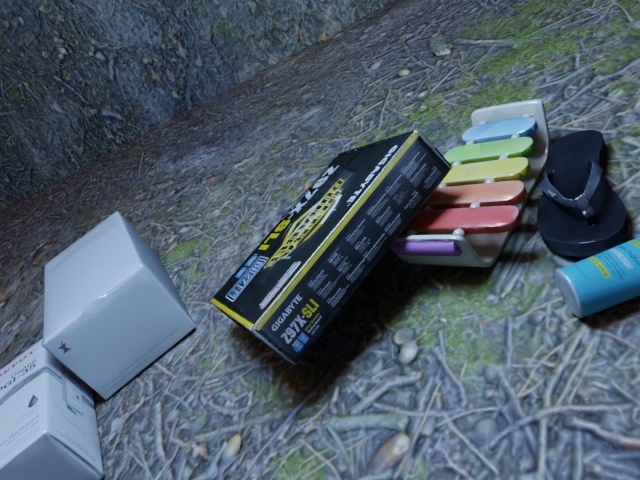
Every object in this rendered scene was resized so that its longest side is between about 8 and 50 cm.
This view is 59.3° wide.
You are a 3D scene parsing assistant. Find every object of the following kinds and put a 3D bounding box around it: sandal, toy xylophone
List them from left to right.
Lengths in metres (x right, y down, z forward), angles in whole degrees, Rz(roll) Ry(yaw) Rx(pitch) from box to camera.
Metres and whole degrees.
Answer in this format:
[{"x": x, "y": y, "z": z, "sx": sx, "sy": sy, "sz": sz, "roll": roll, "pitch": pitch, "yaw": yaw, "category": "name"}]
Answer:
[{"x": 0.194, "y": -0.070, "z": 0.798, "sx": 0.236, "sy": 0.081, "sz": 0.323, "roll": -7, "pitch": 38, "yaw": 39, "category": "toy xylophone"}, {"x": 0.316, "y": -0.071, "z": 0.704, "sx": 0.097, "sy": 0.055, "sz": 0.255, "roll": -16, "pitch": 33, "yaw": 28, "category": "sandal"}]

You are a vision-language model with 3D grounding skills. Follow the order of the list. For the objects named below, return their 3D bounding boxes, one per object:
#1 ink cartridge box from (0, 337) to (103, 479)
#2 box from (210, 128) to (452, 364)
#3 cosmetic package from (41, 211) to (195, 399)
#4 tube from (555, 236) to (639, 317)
[{"x": -0.453, "y": 0.299, "z": 0.833, "sx": 0.207, "sy": 0.117, "sz": 0.283, "roll": -39, "pitch": 30, "yaw": -10, "category": "ink cartridge box"}, {"x": 0.000, "y": 0.000, "z": 0.784, "sx": 0.322, "sy": 0.079, "sz": 0.257, "roll": -50, "pitch": 15, "yaw": -13, "category": "box"}, {"x": -0.387, "y": 0.097, "z": 1.040, "sx": 0.197, "sy": 0.155, "sz": 0.365, "roll": -38, "pitch": 30, "yaw": -9, "category": "cosmetic package"}, {"x": 0.345, "y": 0.015, "z": 0.561, "sx": 0.207, "sy": 0.052, "sz": 0.080, "roll": -23, "pitch": 39, "yaw": 5, "category": "tube"}]
